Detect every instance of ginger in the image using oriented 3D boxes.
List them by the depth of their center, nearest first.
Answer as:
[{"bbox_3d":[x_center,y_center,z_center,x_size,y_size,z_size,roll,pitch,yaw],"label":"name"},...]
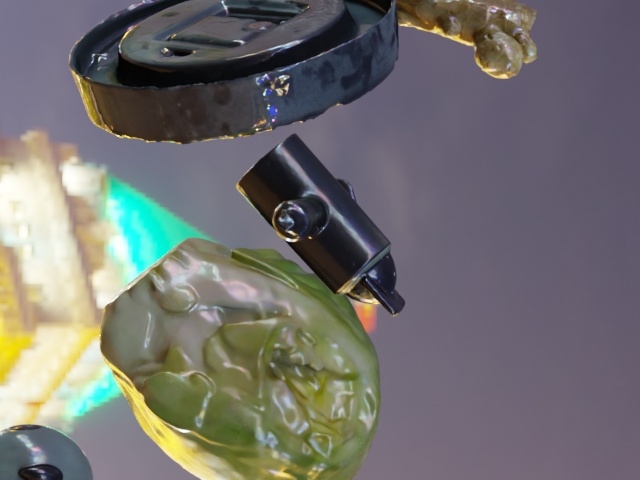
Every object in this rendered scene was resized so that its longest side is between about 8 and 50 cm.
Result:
[{"bbox_3d":[0.105,-0.214,1.429,0.052,0.176,0.193,79,14,-48],"label":"ginger"}]

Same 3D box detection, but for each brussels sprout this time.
[{"bbox_3d":[-0.078,0.140,1.783,0.268,0.344,0.344,-46,-142,-7],"label":"brussels sprout"}]

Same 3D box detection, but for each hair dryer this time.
[{"bbox_3d":[0.000,0.000,1.441,0.078,0.248,0.195,-43,-93,9],"label":"hair dryer"}]

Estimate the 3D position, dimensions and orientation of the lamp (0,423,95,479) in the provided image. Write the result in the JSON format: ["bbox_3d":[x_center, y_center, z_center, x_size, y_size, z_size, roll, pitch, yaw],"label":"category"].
[{"bbox_3d":[-0.454,0.360,2.359,0.243,0.197,0.198,-2,-95,21],"label":"lamp"}]

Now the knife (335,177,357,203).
[{"bbox_3d":[0.027,-0.009,1.594,0.018,0.031,0.121,69,8,-62],"label":"knife"}]

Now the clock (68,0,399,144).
[{"bbox_3d":[-0.054,-0.123,1.035,0.215,0.215,0.042,28,-44,53],"label":"clock"}]
